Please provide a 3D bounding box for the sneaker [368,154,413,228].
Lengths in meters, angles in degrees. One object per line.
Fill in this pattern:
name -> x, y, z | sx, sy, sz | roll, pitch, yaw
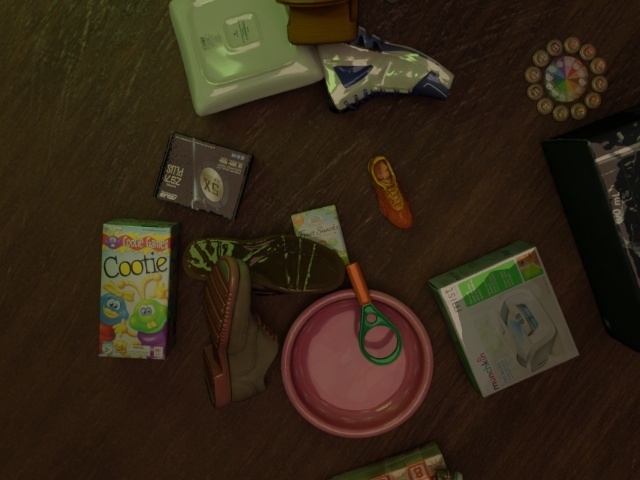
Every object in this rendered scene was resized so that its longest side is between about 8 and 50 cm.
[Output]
sneaker -> 0.149, -0.101, 1.667 | 0.064, 0.067, 0.175 | -29, 98, -1

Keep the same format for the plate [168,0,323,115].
plate -> -0.160, -0.422, 1.588 | 0.278, 0.045, 0.277 | -16, 78, 2

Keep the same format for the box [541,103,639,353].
box -> 0.786, -0.069, 1.584 | 0.472, 0.297, 0.480 | -21, 97, 2

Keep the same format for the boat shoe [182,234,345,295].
boat shoe -> -0.117, 0.061, 1.651 | 0.342, 0.123, 0.123 | 2, 74, 2

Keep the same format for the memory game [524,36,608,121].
memory game -> 0.539, -0.352, 1.682 | 0.186, 0.012, 0.186 | 0, 96, -2

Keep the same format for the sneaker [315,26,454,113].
sneaker -> 0.107, -0.335, 1.622 | 0.315, 0.127, 0.182 | 24, 98, 3

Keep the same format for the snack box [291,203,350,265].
snack box -> 0.000, 0.000, 1.687 | 0.100, 0.037, 0.141 | -14, 96, -1

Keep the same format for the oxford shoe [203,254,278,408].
oxford shoe -> -0.163, 0.184, 1.607 | 0.146, 0.140, 0.397 | -7, 133, -19

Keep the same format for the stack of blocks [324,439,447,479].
stack of blocks -> 0.154, 0.589, 1.730 | 0.297, 0.087, 0.171 | -20, 97, 0

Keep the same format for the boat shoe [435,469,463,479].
boat shoe -> 0.253, 0.583, 1.661 | 0.066, 0.066, 0.183 | 15, 86, 1

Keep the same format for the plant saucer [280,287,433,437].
plant saucer -> 0.079, 0.264, 1.695 | 0.332, 0.084, 0.332 | 0, 95, -2

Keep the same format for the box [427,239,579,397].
box -> 0.392, 0.166, 1.677 | 0.231, 0.127, 0.262 | -23, 97, -1

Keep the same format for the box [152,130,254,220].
box -> -0.248, -0.138, 1.643 | 0.180, 0.077, 0.147 | 17, 96, -4

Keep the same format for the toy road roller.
toy road roller -> 0.001, -0.527, 1.513 | 0.202, 0.329, 0.240 | 0, 121, 7

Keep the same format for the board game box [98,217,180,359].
board game box -> -0.381, 0.098, 1.631 | 0.144, 0.142, 0.275 | 3, 96, -3

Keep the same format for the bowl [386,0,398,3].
bowl -> 0.154, -0.595, 1.622 | 0.142, 0.053, 0.142 | 44, 92, -4

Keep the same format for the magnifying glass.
magnifying glass -> 0.105, 0.156, 1.633 | 0.092, 0.026, 0.231 | -21, 98, 0
